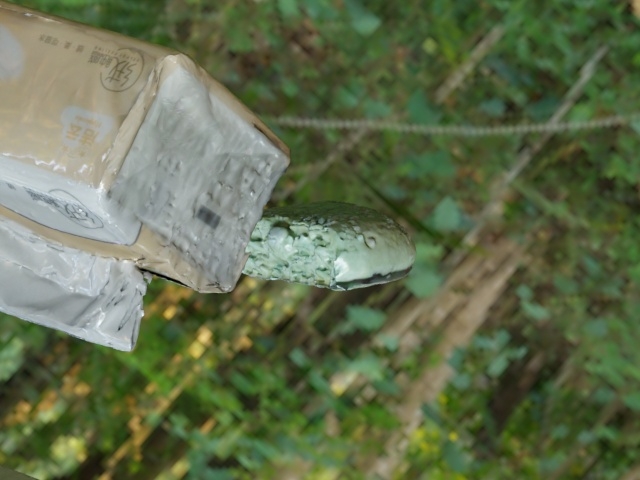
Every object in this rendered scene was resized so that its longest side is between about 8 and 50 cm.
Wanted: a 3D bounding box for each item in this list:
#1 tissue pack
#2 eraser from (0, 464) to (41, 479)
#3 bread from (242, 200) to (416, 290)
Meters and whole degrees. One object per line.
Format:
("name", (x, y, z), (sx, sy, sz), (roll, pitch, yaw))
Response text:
("tissue pack", (-0.224, -0.052, 1.341), (0.305, 0.238, 0.238), (18, 166, 30))
("eraser", (-0.488, 0.339, 2.067), (0.144, 0.078, 0.343), (16, -169, 27))
("bread", (0.000, 0.000, 1.521), (0.172, 0.064, 0.232), (0, -175, 4))
